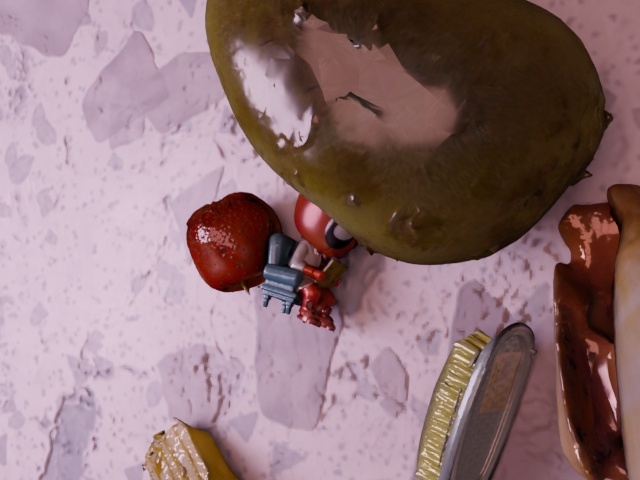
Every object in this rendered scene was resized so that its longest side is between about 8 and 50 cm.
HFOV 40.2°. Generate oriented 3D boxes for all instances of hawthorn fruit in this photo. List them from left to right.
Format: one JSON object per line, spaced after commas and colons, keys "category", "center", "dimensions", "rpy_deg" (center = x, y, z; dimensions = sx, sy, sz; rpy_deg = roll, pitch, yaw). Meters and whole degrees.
{"category": "hawthorn fruit", "center": [-0.073, 0.005, 0.757], "dimensions": [0.093, 0.093, 0.093], "rpy_deg": [-1, 87, 25]}

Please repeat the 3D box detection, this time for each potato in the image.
{"category": "potato", "center": [0.051, -0.110, 0.642], "dimensions": [0.307, 0.173, 0.210], "rpy_deg": [36, 99, 13]}

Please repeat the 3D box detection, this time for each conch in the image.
{"category": "conch", "center": [0.249, 0.086, 0.599], "dimensions": [0.158, 0.127, 0.255], "rpy_deg": [-36, 47, 49]}

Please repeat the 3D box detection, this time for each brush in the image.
{"category": "brush", "center": [0.094, 0.197, 0.686], "dimensions": [0.060, 0.068, 0.297], "rpy_deg": [22, 99, 44]}

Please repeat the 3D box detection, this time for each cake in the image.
{"category": "cake", "center": [-0.080, 0.243, 0.774], "dimensions": [0.080, 0.116, 0.185], "rpy_deg": [-53, 37, 9]}

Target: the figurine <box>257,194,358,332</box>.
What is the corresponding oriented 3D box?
{"category": "figurine", "center": [0.000, 0.000, 0.733], "dimensions": [0.075, 0.068, 0.140], "rpy_deg": [20, 90, 27]}
